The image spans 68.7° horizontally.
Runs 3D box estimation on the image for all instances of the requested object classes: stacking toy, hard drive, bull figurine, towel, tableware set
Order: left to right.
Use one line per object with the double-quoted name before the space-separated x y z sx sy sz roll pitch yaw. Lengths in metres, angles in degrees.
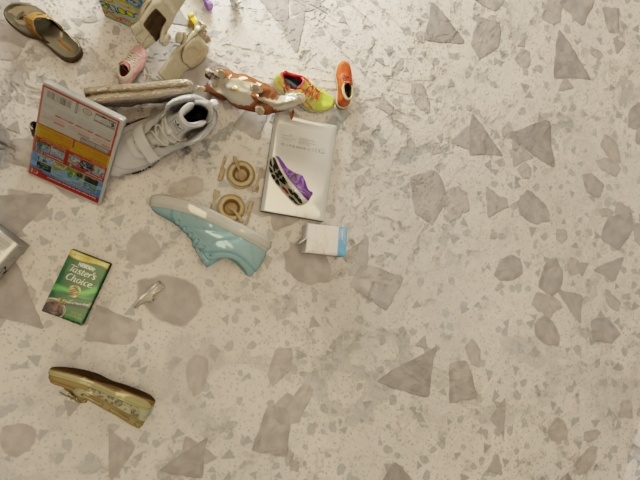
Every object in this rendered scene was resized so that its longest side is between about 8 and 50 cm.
"towel" -0.490 -0.400 1.284 0.282 0.187 0.049 -11 105 -14
"stacking toy" -0.365 -0.760 1.409 0.167 0.052 0.221 -34 95 -14
"tableware set" -0.252 -0.150 1.408 0.128 0.039 0.194 16 83 -13
"bull figurine" -0.203 -0.425 1.357 0.310 0.188 0.101 16 106 4
"hard drive" -0.066 -0.225 1.459 0.203 0.040 0.308 9 85 -13

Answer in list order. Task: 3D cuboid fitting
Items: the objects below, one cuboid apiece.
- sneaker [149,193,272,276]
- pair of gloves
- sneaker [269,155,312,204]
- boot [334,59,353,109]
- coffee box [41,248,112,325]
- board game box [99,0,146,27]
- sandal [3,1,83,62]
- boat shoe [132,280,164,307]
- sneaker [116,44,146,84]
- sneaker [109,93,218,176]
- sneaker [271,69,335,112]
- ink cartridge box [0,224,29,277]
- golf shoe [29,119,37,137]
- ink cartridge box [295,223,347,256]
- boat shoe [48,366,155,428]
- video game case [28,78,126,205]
"sneaker" -0.326 -0.007 1.333 0.365 0.135 0.150 25 78 -11
"pair of gloves" -0.406 -0.570 1.310 0.042 0.240 0.204 32 77 25
"sneaker" -0.089 -0.185 1.408 0.071 0.068 0.170 -46 107 -28
"boot" 0.082 -0.507 1.492 0.059 0.084 0.158 0 85 -13
"coffee box" -0.667 0.127 1.287 0.113 0.040 0.184 25 81 -11
"board game box" -0.512 -0.701 1.251 0.142 0.275 0.144 20 82 -11
"sandal" -0.764 -0.581 1.293 0.219 0.060 0.090 39 78 -9
"boat shoe" -0.488 0.160 1.335 0.035 0.035 0.100 47 71 -5
"sneaker" -0.541 -0.509 1.341 0.051 0.070 0.134 24 80 -10
"sneaker" -0.436 -0.293 1.273 0.365 0.210 0.137 -33 108 -15
"sneaker" -0.049 -0.463 1.450 0.208 0.094 0.082 18 81 -14
"ink cartridge box" -0.898 0.046 1.210 0.148 0.086 0.203 39 79 -9
"golf shoe" -0.690 -0.275 1.278 0.198 0.094 0.077 13 82 -15
"ink cartridge box" 0.000 0.000 1.436 0.143 0.092 0.090 6 85 -14
"boat shoe" -0.595 0.418 1.256 0.285 0.104 0.089 26 78 -12
"video game case" -0.644 -0.246 1.230 0.204 0.025 0.285 26 122 -12
